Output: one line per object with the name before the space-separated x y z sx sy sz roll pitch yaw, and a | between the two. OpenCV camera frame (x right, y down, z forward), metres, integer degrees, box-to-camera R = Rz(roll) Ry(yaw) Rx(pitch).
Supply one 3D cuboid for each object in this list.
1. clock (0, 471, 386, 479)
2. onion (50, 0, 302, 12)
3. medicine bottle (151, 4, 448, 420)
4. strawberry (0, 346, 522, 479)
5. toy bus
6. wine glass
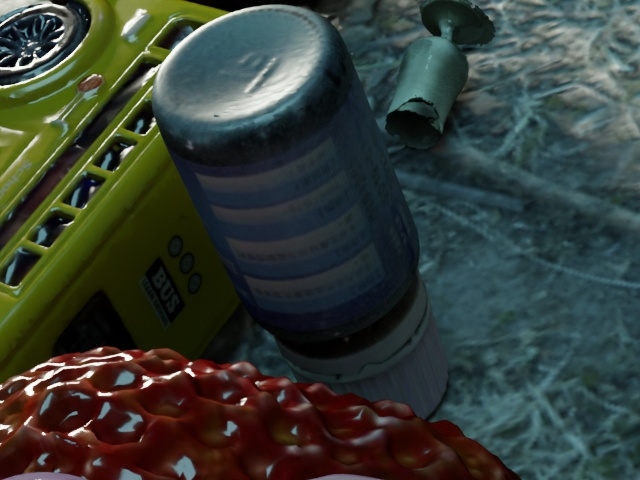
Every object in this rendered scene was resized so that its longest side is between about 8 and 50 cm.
clock | -0.006 0.181 0.550 0.090 0.248 0.227 -161 87 -76
onion | -0.076 -0.226 1.069 0.246 0.190 0.246 -11 65 25
medicine bottle | 0.000 0.000 0.796 0.083 0.203 0.083 -13 43 13
strawberry | -0.030 0.133 0.703 0.244 0.205 0.205 -2 42 -9
toy bus | -0.141 0.032 0.867 0.151 0.145 0.331 13 53 34
wine glass | 0.061 -0.086 0.982 0.039 0.042 0.083 -35 28 49
